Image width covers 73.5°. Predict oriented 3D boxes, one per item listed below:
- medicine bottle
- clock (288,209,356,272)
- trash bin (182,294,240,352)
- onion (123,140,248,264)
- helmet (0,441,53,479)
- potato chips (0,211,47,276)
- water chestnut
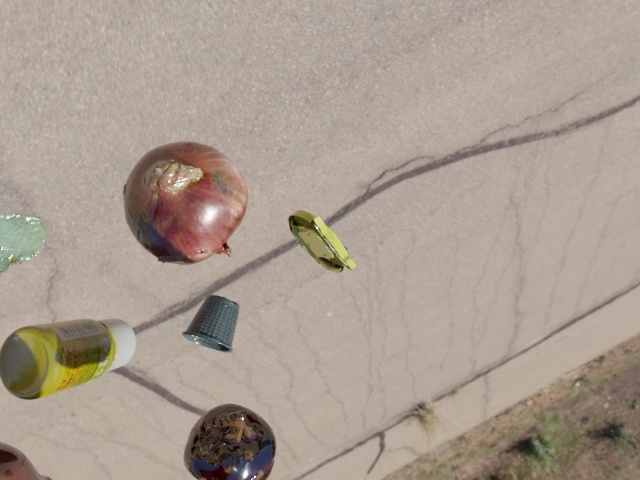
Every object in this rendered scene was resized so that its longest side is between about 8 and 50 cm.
[{"bbox_3d":[-0.819,0.373,1.432,0.224,0.224,0.384,-39,169,8],"label":"medicine bottle"},{"bbox_3d":[0.002,-0.003,1.564,0.071,0.294,0.277,-44,115,-20],"label":"clock"},{"bbox_3d":[-0.358,0.275,1.453,0.176,0.160,0.175,12,153,6],"label":"trash bin"},{"bbox_3d":[-0.367,-0.099,1.192,0.354,0.353,0.353,-16,135,-16],"label":"onion"},{"bbox_3d":[-0.959,0.672,1.165,0.386,0.337,0.229,-10,99,-7],"label":"helmet"},{"bbox_3d":[-0.665,0.002,0.821,0.229,0.059,0.167,-26,127,-7],"label":"potato chips"},{"bbox_3d":[-0.322,0.742,1.563,0.336,0.335,0.346,-7,134,-24],"label":"water chestnut"}]
